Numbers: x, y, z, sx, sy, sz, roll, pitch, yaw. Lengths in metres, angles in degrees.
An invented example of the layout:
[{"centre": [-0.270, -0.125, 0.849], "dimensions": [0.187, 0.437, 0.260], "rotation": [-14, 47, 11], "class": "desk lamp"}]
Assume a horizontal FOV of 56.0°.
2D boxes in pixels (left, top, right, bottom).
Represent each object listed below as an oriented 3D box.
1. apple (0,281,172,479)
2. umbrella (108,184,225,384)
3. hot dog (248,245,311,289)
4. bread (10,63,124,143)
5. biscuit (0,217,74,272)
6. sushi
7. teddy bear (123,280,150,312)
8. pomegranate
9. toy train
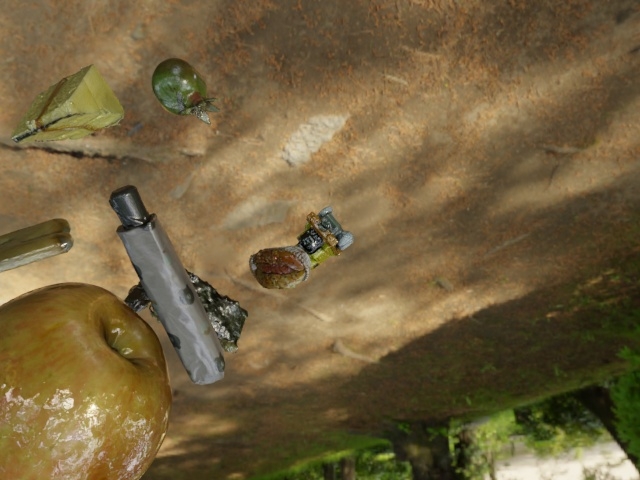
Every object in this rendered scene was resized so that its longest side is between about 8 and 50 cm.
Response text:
[{"centre": [-0.443, 0.268, 1.035], "dimensions": [0.347, 0.391, 0.391], "rotation": [-39, 133, 16], "class": "apple"}, {"centre": [-0.229, 0.073, 0.915], "dimensions": [0.067, 0.073, 0.337], "rotation": [-24, 113, -10], "class": "umbrella"}, {"centre": [-0.087, 0.058, 1.263], "dimensions": [0.192, 0.053, 0.099], "rotation": [-13, 116, 52], "class": "hot dog"}, {"centre": [-0.764, -0.359, 1.824], "dimensions": [0.264, 0.236, 0.198], "rotation": [-19, 124, 23], "class": "bread"}, {"centre": [-0.881, 0.018, 1.772], "dimensions": [0.291, 0.237, 0.062], "rotation": [-20, 115, -17], "class": "biscuit"}, {"centre": [-0.267, 0.153, 1.286], "dimensions": [0.212, 0.114, 0.147], "rotation": [40, 153, -29], "class": "sushi"}, {"centre": [-0.417, 0.112, 1.478], "dimensions": [0.119, 0.160, 0.077], "rotation": [-4, 116, 38], "class": "teddy bear"}, {"centre": [-0.346, -0.374, 1.547], "dimensions": [0.131, 0.191, 0.152], "rotation": [-45, 162, -1], "class": "pomegranate"}, {"centre": [0.000, 0.000, 1.330], "dimensions": [0.127, 0.089, 0.219], "rotation": [-40, 170, -2], "class": "toy train"}]
